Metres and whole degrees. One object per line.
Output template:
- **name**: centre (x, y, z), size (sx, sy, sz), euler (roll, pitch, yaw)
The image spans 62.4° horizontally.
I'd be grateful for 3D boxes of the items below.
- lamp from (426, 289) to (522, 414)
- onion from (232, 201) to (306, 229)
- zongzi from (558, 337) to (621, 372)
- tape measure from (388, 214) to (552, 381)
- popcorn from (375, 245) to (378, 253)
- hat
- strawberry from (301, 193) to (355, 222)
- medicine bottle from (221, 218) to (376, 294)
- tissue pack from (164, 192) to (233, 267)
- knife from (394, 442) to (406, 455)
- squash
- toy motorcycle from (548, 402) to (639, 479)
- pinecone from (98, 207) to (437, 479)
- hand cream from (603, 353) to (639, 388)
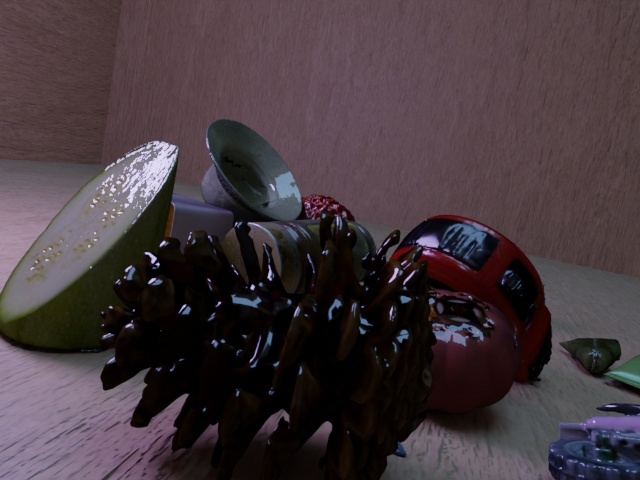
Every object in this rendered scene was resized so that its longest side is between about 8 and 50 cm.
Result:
- **lamp**: centre (0.159, 0.144, 0.673), size (0.182, 0.140, 0.182), euler (2, 24, -1)
- **onion**: centre (-0.160, -0.009, 1.238), size (0.272, 0.195, 0.272), euler (-12, 34, 8)
- **zongzi**: centre (0.471, 0.205, 0.960), size (0.104, 0.052, 0.113), euler (-5, 4, -44)
- **tape measure**: centre (0.230, 0.079, 0.822), size (0.253, 0.260, 0.114), euler (21, 57, 40)
- **popcorn**: centre (0.130, 0.063, 1.357), size (0.097, 0.089, 0.109), euler (48, -5, -34)
- **hat**: centre (-0.170, -0.111, 1.089), size (0.257, 0.130, 0.257), euler (38, 31, -28)
- **strawberry**: centre (0.000, 0.000, 1.335), size (0.205, 0.205, 0.244), euler (10, 28, -8)
- **medicine bottle**: centre (-0.029, 0.035, 1.024), size (0.151, 0.151, 0.322), euler (16, 13, 34)
- **tissue pack**: centre (-0.305, -0.012, 1.025), size (0.246, 0.159, 0.136), euler (17, 9, 40)
- **knife**: centre (0.025, 0.177, 0.663), size (0.045, 0.019, 0.313), euler (11, 10, -21)
- **squash**: centre (-0.296, -0.011, 0.670), size (0.189, 0.260, 0.189), euler (13, 9, -2)
- **toy motorcycle**: centre (0.389, 0.216, 0.489), size (0.327, 0.143, 0.188), euler (-2, -6, 24)
- **pinecone**: centre (-0.046, 0.083, 0.447), size (0.292, 0.246, 0.246), euler (9, 8, 4)
- **hand cream**: centre (0.563, 0.230, 0.908), size (0.095, 0.046, 0.175), euler (19, 18, 42)
